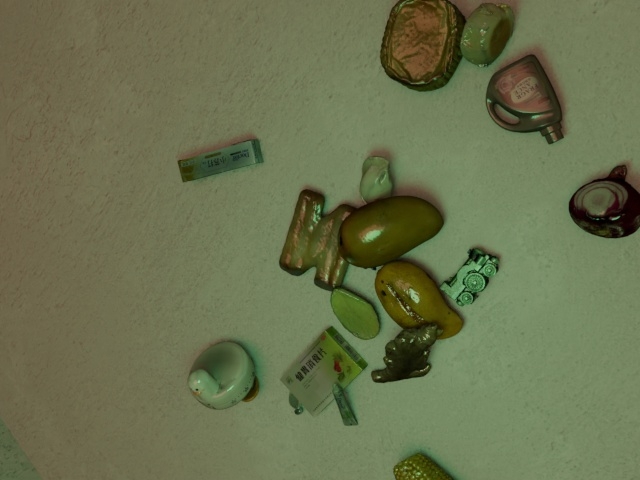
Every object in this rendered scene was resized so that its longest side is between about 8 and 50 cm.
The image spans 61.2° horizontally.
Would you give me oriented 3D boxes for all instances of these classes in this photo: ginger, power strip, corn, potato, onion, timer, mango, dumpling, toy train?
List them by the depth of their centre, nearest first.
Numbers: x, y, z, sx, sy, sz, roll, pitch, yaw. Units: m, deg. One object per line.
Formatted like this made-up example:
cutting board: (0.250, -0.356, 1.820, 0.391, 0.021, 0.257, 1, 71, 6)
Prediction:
onion: (0.741, -0.093, 1.380, 0.173, 0.135, 0.198, 18, 64, 39)
toy train: (0.435, 0.104, 1.560, 0.104, 0.071, 0.178, 40, 109, 20)
mango: (0.199, -0.030, 1.579, 0.317, 0.211, 0.173, -20, 55, 8)
mango: (0.283, 0.185, 1.608, 0.295, 0.120, 0.177, 47, 113, 13)
ginger: (0.262, 0.349, 1.610, 0.166, 0.080, 0.333, 11, 134, -1)
corn: (0.390, 0.797, 1.619, 0.387, 0.144, 0.144, 45, 111, 17)
dumpling: (0.155, -0.172, 1.645, 0.099, 0.169, 0.134, -29, 46, -14)
potato: (0.111, 0.225, 1.717, 0.197, 0.054, 0.119, 38, 111, 4)
timer: (-0.349, 0.454, 1.854, 0.233, 0.234, 0.240, -4, 138, 25)
power strip: (-0.080, 0.558, 1.868, 0.055, 0.035, 0.083, -25, 72, 24)

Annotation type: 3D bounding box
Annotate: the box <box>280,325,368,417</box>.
box: (0.008, 0.437, 1.792, 0.175, 0.062, 0.260, 45, 112, 13)

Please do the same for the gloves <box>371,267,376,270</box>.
gloves: (0.150, 0.060, 1.709, 0.086, 0.026, 0.064, 17, 104, 17)

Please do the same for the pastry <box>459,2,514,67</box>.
pastry: (0.444, -0.549, 1.442, 0.088, 0.165, 0.166, 34, 109, 31)

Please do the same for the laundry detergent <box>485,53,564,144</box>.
laundry detergent: (0.547, -0.357, 1.459, 0.171, 0.076, 0.237, -24, 88, 26)

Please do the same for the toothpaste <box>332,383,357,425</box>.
toothpaste: (0.074, 0.535, 1.750, 0.048, 0.029, 0.197, -9, 121, 19)

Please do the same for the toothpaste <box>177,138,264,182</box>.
toothpaste: (-0.348, -0.275, 1.879, 0.312, 0.071, 0.089, -10, 95, 24)

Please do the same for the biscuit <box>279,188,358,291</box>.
biscuit: (0.000, 0.000, 1.749, 0.236, 0.062, 0.291, 21, 105, 20)

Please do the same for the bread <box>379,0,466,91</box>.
bread: (0.288, -0.553, 1.520, 0.227, 0.142, 0.254, 22, 101, 22)
